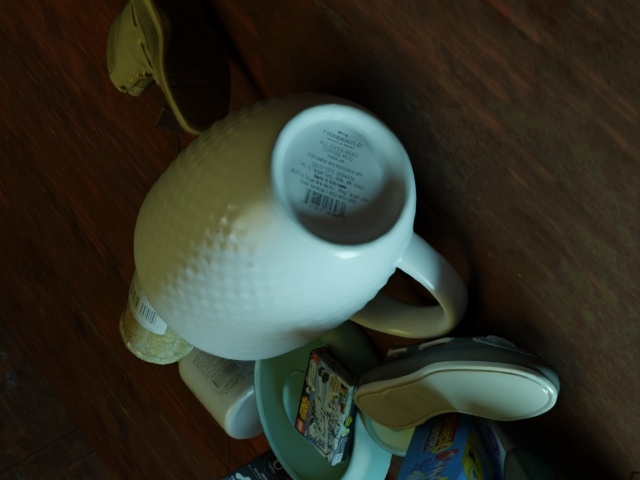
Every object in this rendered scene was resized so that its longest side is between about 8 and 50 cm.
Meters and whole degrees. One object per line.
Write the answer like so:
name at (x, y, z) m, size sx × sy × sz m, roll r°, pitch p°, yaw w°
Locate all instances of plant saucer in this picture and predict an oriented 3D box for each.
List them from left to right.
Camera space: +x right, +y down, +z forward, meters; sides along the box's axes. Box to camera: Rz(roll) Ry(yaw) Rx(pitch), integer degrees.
plant saucer at (-0.011, 0.234, 1.904) m, size 0.318 × 0.044 × 0.317 m, roll 18°, pitch 113°, yaw 50°
plant saucer at (0.103, 0.239, 1.747) m, size 0.119 × 0.021 × 0.119 m, roll 11°, pitch 114°, yaw 26°

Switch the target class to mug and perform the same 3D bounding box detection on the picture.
mug at (0.000, 0.000, 1.506) m, size 0.374 × 0.276 × 0.328 m, roll 33°, pitch 155°, yaw -11°

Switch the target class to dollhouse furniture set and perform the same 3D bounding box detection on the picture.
dollhouse furniture set at (-0.174, -0.216, 1.907) m, size 0.081 × 0.091 × 0.114 m, roll -85°, pitch 19°, yaw -48°

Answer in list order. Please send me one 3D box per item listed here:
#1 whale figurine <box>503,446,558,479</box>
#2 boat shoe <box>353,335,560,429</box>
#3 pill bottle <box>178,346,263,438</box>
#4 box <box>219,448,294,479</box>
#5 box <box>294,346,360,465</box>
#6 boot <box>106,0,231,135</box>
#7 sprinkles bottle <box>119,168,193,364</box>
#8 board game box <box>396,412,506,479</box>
whale figurine at (0.291, 0.336, 1.435) m, size 0.216 × 0.141 × 0.272 m, roll 58°, pitch -172°, yaw -37°
boat shoe at (0.156, 0.146, 1.505) m, size 0.112 × 0.095 × 0.335 m, roll 40°, pitch 151°, yaw -19°
pill bottle at (-0.166, 0.218, 2.233) m, size 0.229 × 0.131 × 0.131 m, roll 44°, pitch 152°, yaw 36°
box at (-0.097, 0.496, 2.401) m, size 0.163 × 0.142 × 0.247 m, roll 54°, pitch 158°, yaw 14°
box at (0.011, 0.228, 1.811) m, size 0.094 × 0.027 × 0.137 m, roll 39°, pitch 129°, yaw 40°
boot at (-0.215, -0.234, 1.795) m, size 0.203 × 0.095 × 0.262 m, roll -41°, pitch 67°, yaw 58°
sprinkles bottle at (-0.195, 0.037, 1.805) m, size 0.121 × 0.121 × 0.355 m, roll 53°, pitch 147°, yaw 19°
board game box at (0.192, 0.373, 1.492) m, size 0.308 × 0.086 × 0.302 m, roll 64°, pitch -164°, yaw -7°
